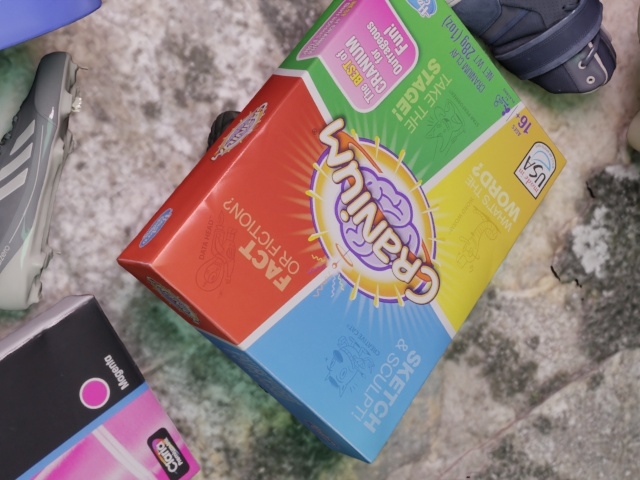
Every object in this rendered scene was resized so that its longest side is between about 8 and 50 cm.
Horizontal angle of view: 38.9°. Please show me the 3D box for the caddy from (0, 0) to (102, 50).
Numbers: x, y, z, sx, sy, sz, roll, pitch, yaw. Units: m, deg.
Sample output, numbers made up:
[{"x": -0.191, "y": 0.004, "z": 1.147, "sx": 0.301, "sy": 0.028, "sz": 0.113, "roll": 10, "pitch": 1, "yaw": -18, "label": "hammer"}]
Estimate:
[{"x": -0.303, "y": -0.182, "z": 0.540, "sx": 0.341, "sy": 0.241, "sz": 0.179, "roll": -35, "pitch": 120, "yaw": -38, "label": "caddy"}]

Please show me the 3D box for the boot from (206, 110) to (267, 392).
[{"x": 0.000, "y": 0.000, "z": 0.770, "sx": 0.161, "sy": 0.083, "sz": 0.246, "roll": -16, "pitch": 102, "yaw": -24, "label": "boot"}]

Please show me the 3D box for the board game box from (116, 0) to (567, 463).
[{"x": 0.036, "y": -0.027, "z": 0.710, "sx": 0.242, "sy": 0.064, "sz": 0.316, "roll": 45, "pitch": 69, "yaw": -25, "label": "board game box"}]

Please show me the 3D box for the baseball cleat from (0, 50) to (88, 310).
[{"x": -0.246, "y": -0.049, "z": 0.690, "sx": 0.110, "sy": 0.072, "sz": 0.205, "roll": 11, "pitch": 91, "yaw": -9, "label": "baseball cleat"}]

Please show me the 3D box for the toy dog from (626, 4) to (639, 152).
[{"x": 0.411, "y": -0.098, "z": 0.699, "sx": 0.408, "sy": 0.395, "sz": 0.284, "roll": 35, "pitch": 97, "yaw": -25, "label": "toy dog"}]

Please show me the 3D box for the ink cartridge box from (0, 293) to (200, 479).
[{"x": -0.278, "y": 0.211, "z": 0.656, "sx": 0.371, "sy": 0.069, "sz": 0.175, "roll": -36, "pitch": 106, "yaw": -28, "label": "ink cartridge box"}]

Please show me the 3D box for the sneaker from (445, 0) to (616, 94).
[{"x": 0.218, "y": -0.216, "z": 0.731, "sx": 0.163, "sy": 0.226, "sz": 0.086, "roll": 42, "pitch": 47, "yaw": -16, "label": "sneaker"}]
